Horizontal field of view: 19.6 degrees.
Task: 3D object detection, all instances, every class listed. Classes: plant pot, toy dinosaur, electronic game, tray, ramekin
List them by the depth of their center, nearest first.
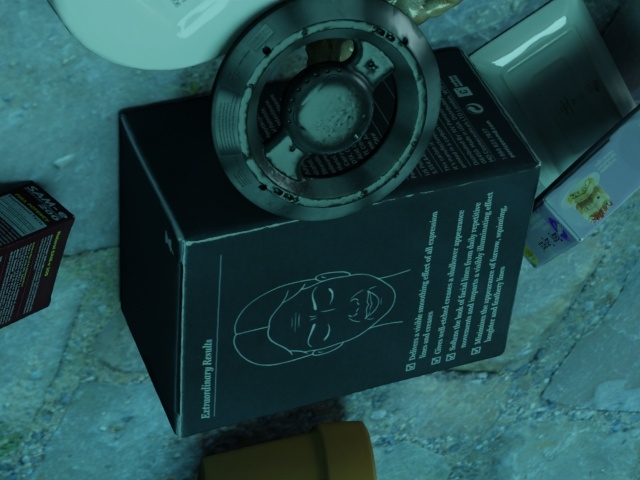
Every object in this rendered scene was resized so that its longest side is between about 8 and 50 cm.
[{"bbox_3d":[-0.140,-0.287,1.671,0.277,0.135,0.277,-16,137,-15],"label":"ramekin"},{"bbox_3d":[0.006,-0.125,1.743,0.229,0.048,0.229,-8,117,-17],"label":"electronic game"},{"bbox_3d":[0.084,-0.251,1.844,0.295,0.127,0.200,-26,166,-35],"label":"toy dinosaur"},{"bbox_3d":[0.278,-0.161,2.108,0.145,0.030,0.270,-34,139,5],"label":"tray"},{"bbox_3d":[-0.048,0.370,2.291,0.203,0.291,0.291,0,133,-8],"label":"plant pot"}]

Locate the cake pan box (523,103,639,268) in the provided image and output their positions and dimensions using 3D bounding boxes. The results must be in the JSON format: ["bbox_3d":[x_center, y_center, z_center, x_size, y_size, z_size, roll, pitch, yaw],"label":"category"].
[{"bbox_3d":[0.330,-0.090,2.014,0.267,0.070,0.246,-42,179,-10],"label":"cake pan box"}]

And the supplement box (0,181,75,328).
[{"bbox_3d":[-0.365,0.040,1.849,0.239,0.073,0.130,-26,147,-46],"label":"supplement box"}]

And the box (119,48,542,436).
[{"bbox_3d":[0.000,0.000,1.977,0.395,0.212,0.294,-13,136,-19],"label":"box"}]
